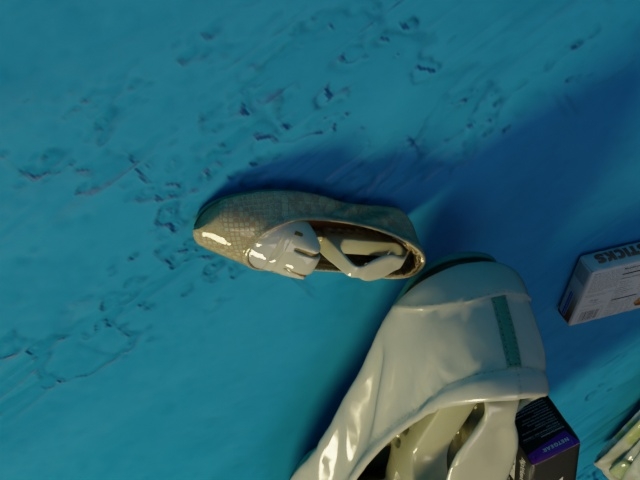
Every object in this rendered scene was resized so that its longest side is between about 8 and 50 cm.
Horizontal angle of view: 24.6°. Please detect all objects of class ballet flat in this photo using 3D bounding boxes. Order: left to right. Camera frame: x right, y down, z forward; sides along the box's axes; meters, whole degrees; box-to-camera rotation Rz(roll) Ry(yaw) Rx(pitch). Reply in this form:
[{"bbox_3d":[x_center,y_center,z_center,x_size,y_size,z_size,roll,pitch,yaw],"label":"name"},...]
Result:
[{"bbox_3d":[0.000,0.000,0.937,0.168,0.052,0.057,0,133,-35],"label":"ballet flat"},{"bbox_3d":[0.063,0.174,1.087,0.139,0.139,0.400,-10,145,-27],"label":"ballet flat"}]

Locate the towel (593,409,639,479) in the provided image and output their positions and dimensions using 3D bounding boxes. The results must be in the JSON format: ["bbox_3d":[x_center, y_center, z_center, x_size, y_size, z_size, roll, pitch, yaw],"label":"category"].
[{"bbox_3d":[0.469,0.206,1.285,0.090,0.374,0.320,-47,168,-55],"label":"towel"}]

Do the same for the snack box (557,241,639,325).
[{"bbox_3d":[0.278,0.024,1.190,0.178,0.022,0.064,-12,138,-25],"label":"snack box"}]

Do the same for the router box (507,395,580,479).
[{"bbox_3d":[0.149,0.164,1.167,0.046,0.133,0.179,-23,143,-12],"label":"router box"}]
